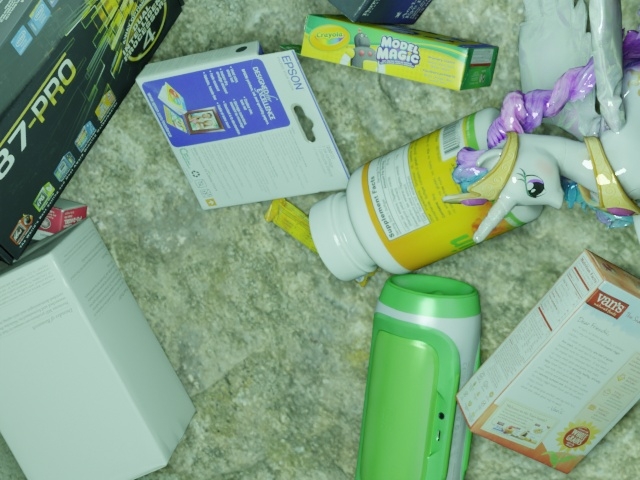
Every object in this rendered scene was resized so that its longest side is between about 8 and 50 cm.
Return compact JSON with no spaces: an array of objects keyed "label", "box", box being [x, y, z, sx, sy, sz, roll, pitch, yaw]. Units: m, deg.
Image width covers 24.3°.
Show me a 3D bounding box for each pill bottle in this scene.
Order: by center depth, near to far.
[{"label":"pill bottle","box":[0.116,-0.043,1.684,0.245,0.136,0.136,-24,89,24]}]

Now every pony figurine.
[{"label":"pony figurine","box":[0.316,-0.146,1.511,0.363,0.303,0.351,8,76,-3]}]

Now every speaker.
[{"label":"speaker","box":[0.113,0.195,1.730,0.131,0.131,0.296,11,102,21]}]

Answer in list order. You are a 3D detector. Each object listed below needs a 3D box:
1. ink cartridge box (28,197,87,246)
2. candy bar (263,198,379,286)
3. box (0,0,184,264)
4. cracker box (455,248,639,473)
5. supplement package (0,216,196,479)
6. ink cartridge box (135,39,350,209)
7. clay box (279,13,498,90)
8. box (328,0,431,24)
[{"label":"ink cartridge box","box":[-0.373,0.017,1.939,0.109,0.063,0.150,14,103,20]},{"label":"candy bar","box":[0.000,0.000,1.804,0.161,0.018,0.040,35,112,14]},{"label":"box","box":[-0.318,-0.199,1.663,0.097,0.318,0.395,28,76,17]},{"label":"cracker box","box":[0.282,0.137,1.637,0.155,0.067,0.232,27,114,-29]},{"label":"supplement package","box":[-0.309,0.153,1.826,0.175,0.177,0.293,-25,100,13]},{"label":"ink cartridge box","box":[-0.083,-0.135,1.751,0.208,0.045,0.206,-7,128,24]},{"label":"clay box","box":[0.077,-0.218,1.679,0.222,0.127,0.053,16,103,19]},{"label":"box","box":[0.075,-0.326,1.619,0.108,0.207,0.153,42,111,12]}]
